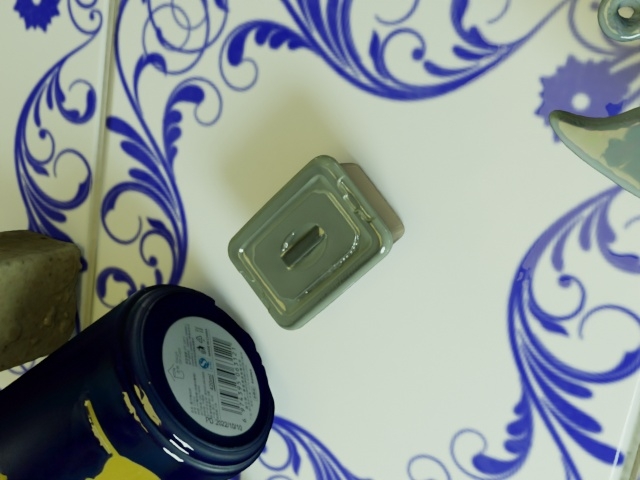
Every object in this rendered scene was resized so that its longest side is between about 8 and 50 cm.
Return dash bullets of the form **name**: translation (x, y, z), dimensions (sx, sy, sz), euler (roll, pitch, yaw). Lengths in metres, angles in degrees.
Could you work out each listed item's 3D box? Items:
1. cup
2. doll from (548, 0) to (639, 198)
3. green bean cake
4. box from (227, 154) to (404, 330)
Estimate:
- **cup**: translation (-0.151, 0.179, 0.732), dimensions (0.256, 0.255, 0.178), euler (-33, 46, 27)
- **doll**: translation (0.286, -0.043, 0.454), dimensions (0.316, 0.103, 0.145), euler (39, 131, 8)
- **green bean cake**: translation (-0.304, 0.057, 0.751), dimensions (0.085, 0.179, 0.109), euler (17, 105, 26)
- **box**: translation (0.000, 0.000, 0.640), dimensions (0.122, 0.062, 0.089), euler (-42, 79, 27)
